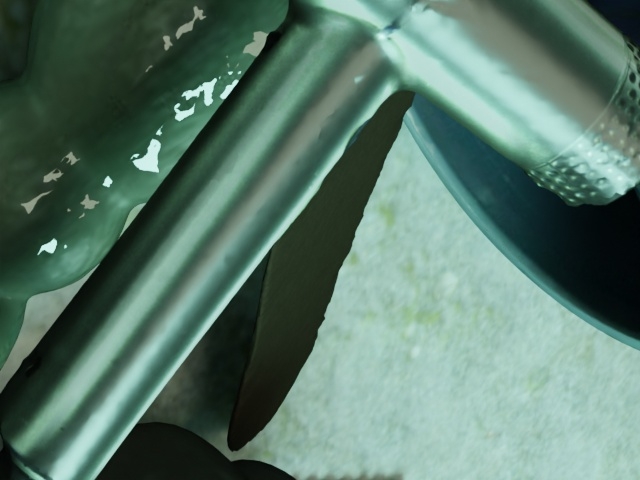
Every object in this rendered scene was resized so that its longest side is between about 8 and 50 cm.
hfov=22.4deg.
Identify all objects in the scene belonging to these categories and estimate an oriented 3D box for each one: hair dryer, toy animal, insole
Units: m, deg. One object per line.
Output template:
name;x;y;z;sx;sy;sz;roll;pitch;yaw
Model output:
hair dryer;-0.062;-0.054;0.512;0.320;0.156;0.284;45;77;-22
toy animal;-0.100;-0.046;0.632;0.236;0.108;0.138;-37;137;-11
insole;0.000;0.000;0.745;0.111;0.007;0.328;-45;163;-39

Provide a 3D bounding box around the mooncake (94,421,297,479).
mooncake;-0.104;0.227;0.757;0.306;0.154;0.306;-21;136;-22

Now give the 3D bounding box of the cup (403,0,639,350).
cup;0.222;-0.114;0.766;0.311;0.257;0.331;-38;136;-18
